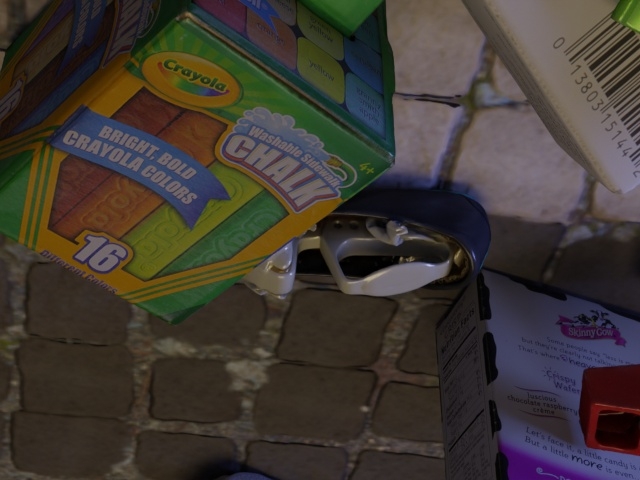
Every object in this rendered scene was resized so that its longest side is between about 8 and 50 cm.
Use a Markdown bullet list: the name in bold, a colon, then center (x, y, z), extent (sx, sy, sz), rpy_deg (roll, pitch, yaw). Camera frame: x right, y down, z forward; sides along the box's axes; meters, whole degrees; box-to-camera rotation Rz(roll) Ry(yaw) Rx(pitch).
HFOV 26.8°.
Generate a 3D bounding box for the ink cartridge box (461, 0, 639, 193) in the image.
- **ink cartridge box**: center (0.155, -0.200, 0.571), extent (0.261, 0.066, 0.296), rpy_deg (-39, 129, 3)

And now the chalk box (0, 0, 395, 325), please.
- **chalk box**: center (-0.049, -0.081, 0.648), extent (0.132, 0.132, 0.213), rpy_deg (32, 129, -30)

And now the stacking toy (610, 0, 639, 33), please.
- **stacking toy**: center (0.253, -0.130, 0.588), extent (0.221, 0.052, 0.167), rpy_deg (16, 114, -31)

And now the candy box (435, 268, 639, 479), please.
- **candy box**: center (0.158, 0.142, 0.811), extent (0.159, 0.233, 0.071), rpy_deg (17, 134, -16)

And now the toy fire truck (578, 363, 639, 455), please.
- **toy fire truck**: center (0.245, 0.056, 0.790), extent (0.192, 0.135, 0.047), rpy_deg (-3, 137, 4)

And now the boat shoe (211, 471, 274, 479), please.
- **boat shoe**: center (0.014, 0.292, 1.076), extent (0.335, 0.121, 0.119), rpy_deg (37, 134, -20)

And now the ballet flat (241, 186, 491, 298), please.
- **ballet flat**: center (0.000, 0.000, 0.780), extent (0.203, 0.074, 0.074), rpy_deg (4, 137, -3)
